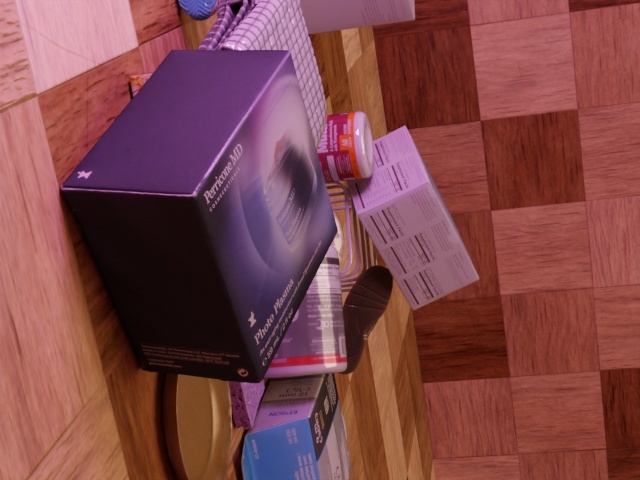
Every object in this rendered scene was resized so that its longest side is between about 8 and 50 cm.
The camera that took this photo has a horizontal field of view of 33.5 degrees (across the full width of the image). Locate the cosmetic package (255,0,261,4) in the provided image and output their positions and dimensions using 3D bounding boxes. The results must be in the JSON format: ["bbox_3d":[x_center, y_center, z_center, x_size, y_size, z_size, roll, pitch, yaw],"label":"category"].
[{"bbox_3d":[-0.119,-0.370,1.884,0.117,0.086,0.231,71,17,-47],"label":"cosmetic package"}]

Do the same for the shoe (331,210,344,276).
[{"bbox_3d":[0.015,0.031,2.349,0.058,0.077,0.219,-41,127,-82],"label":"shoe"}]

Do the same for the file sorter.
[{"bbox_3d":[0.000,0.000,2.060,0.278,0.173,0.192,34,51,-74],"label":"file sorter"}]

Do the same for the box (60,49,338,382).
[{"bbox_3d":[-0.128,-0.035,1.300,0.296,0.183,0.294,-63,147,-43],"label":"box"}]

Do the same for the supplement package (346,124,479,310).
[{"bbox_3d":[0.168,-0.043,2.011,0.262,0.145,0.204,59,10,-36],"label":"supplement package"}]

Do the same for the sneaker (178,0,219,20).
[{"bbox_3d":[-0.173,-0.435,1.650,0.092,0.087,0.228,62,27,-66],"label":"sneaker"}]

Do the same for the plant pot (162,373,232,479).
[{"bbox_3d":[-0.171,0.241,1.469,0.236,0.032,0.236,-6,90,-79],"label":"plant pot"}]

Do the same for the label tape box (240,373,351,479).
[{"bbox_3d":[-0.037,0.389,1.847,0.347,0.115,0.249,-68,150,-69],"label":"label tape box"}]

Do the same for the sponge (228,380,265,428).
[{"bbox_3d":[-0.130,0.181,1.692,0.117,0.031,0.210,-70,152,-64],"label":"sponge"}]

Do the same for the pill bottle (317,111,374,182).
[{"bbox_3d":[-0.022,-0.161,1.906,0.121,0.221,0.121,-5,90,-78],"label":"pill bottle"}]

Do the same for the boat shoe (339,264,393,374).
[{"bbox_3d":[0.072,0.145,2.038,0.073,0.080,0.223,-108,-142,-79],"label":"boat shoe"}]

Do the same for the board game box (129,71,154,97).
[{"bbox_3d":[-0.203,-0.137,1.459,0.147,0.045,0.193,-53,136,-74],"label":"board game box"}]

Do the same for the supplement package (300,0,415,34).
[{"bbox_3d":[0.038,-0.556,2.199,0.177,0.293,0.175,64,24,-60],"label":"supplement package"}]

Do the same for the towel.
[{"bbox_3d":[-0.096,-0.210,1.568,0.235,0.121,0.283,-66,148,-45],"label":"towel"}]

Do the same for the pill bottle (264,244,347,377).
[{"bbox_3d":[-0.044,0.091,1.833,0.161,0.161,0.283,24,61,-77],"label":"pill bottle"}]

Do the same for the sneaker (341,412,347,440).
[{"bbox_3d":[0.003,0.298,2.092,0.169,0.108,0.292,-62,144,-64],"label":"sneaker"}]
